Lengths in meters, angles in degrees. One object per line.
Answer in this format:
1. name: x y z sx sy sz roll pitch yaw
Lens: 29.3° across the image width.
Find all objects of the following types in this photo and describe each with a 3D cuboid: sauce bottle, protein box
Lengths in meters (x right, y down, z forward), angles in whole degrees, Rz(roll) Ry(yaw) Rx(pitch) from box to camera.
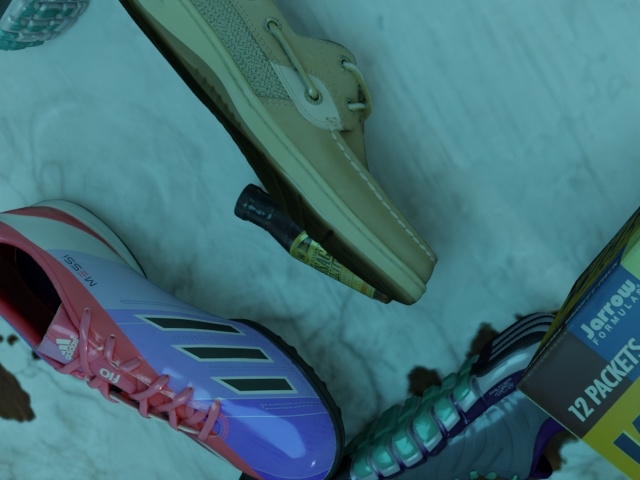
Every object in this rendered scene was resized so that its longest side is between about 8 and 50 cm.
1. sauce bottle: 0.000 0.000 0.855 0.128 0.042 0.042 26 113 14
2. protein box: 0.247 0.065 0.689 0.201 0.200 0.136 39 115 7

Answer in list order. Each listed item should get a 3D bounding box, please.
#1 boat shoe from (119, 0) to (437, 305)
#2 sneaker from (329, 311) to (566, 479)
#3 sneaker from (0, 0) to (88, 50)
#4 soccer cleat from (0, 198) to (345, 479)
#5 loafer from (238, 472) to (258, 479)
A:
1. boat shoe: -0.015 -0.093 0.795 0.098 0.109 0.302 -39 81 -7
2. sneaker: 0.097 0.147 0.840 0.223 0.083 0.098 -38 94 25
3. sneaker: -0.193 -0.210 0.867 0.076 0.065 0.166 49 114 20
4. soccer cleat: -0.128 0.080 0.863 0.318 0.116 0.109 35 115 20
5. loafer: 0.017 0.248 0.907 0.220 0.080 0.078 46 120 14
